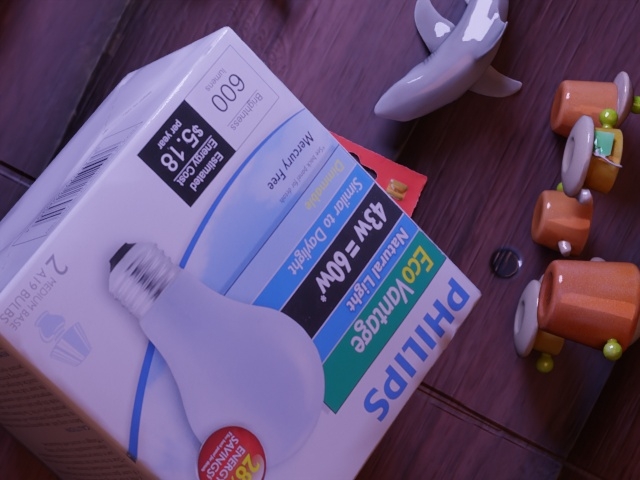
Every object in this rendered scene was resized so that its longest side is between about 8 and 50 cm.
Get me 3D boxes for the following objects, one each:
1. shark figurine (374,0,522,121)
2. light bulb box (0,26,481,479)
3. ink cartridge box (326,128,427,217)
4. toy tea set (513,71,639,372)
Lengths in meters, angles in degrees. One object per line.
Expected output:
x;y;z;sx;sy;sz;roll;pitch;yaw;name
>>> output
0.168;-0.252;1.669;0.166;0.116;0.278;11;92;-15;shark figurine
-0.110;0.069;1.443;0.361;0.225;0.358;45;65;-19;light bulb box
0.000;0.000;1.672;0.181;0.056;0.224;25;89;-13;ink cartridge box
0.301;-0.021;1.669;0.124;0.200;0.336;11;85;-5;toy tea set
